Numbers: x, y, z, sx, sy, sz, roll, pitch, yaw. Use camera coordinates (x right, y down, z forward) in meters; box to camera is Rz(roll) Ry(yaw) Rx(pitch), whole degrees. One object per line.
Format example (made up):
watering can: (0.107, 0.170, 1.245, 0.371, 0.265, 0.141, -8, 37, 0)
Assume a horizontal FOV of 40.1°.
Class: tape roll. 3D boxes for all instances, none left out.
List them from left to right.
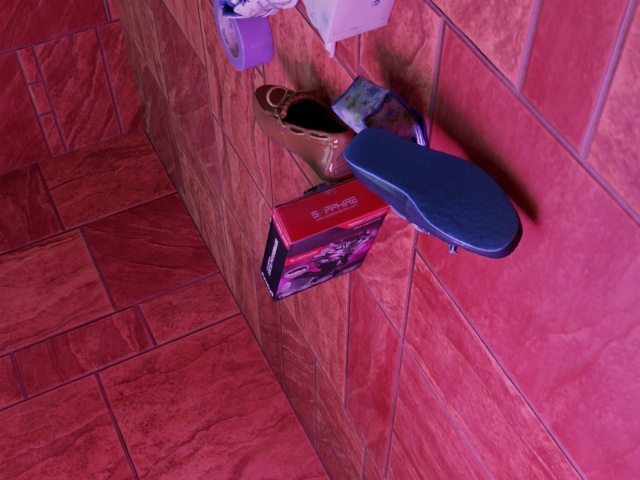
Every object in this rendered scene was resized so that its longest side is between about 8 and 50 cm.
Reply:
tape roll: (-0.187, -0.514, 2.128, 0.189, 0.080, 0.189, 159, 90, -74)

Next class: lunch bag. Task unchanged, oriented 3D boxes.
lunch bag: (0.115, -0.203, 1.527, 0.151, 0.096, 0.129, 44, 179, -33)

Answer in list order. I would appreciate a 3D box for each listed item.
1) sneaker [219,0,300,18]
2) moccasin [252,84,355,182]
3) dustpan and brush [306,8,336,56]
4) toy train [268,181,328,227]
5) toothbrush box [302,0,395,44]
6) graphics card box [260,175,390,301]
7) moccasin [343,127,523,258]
sneaker: (-0.132, -0.523, 1.851, 0.112, 0.131, 0.296, 71, 162, -3)
moccasin: (-0.040, -0.260, 1.874, 0.380, 0.139, 0.147, -128, 29, -51)
dustpan and brush: (0.012, -0.429, 1.662, 0.147, 0.060, 0.211, 60, 155, 33)
toy train: (-0.036, -0.055, 2.040, 0.105, 0.184, 0.080, 61, 177, 43)
toothbrush box: (0.014, -0.506, 1.412, 0.295, 0.126, 0.216, 63, 163, 15)
graphics card box: (0.000, 0.000, 1.896, 0.094, 0.233, 0.371, 64, 162, 16)
moccasin: (0.186, -0.075, 1.379, 0.342, 0.138, 0.117, 42, 172, 37)
